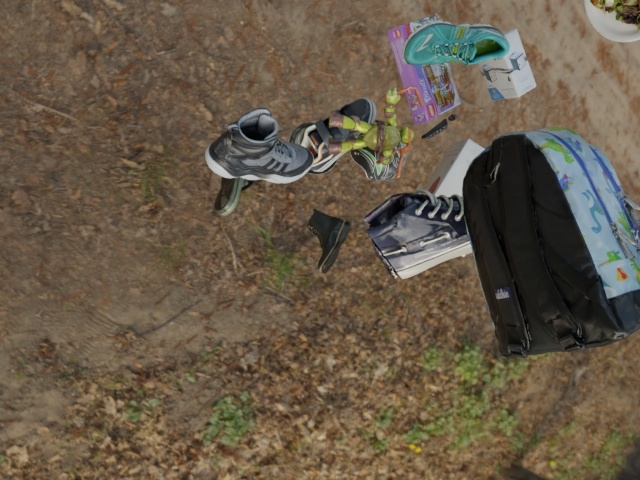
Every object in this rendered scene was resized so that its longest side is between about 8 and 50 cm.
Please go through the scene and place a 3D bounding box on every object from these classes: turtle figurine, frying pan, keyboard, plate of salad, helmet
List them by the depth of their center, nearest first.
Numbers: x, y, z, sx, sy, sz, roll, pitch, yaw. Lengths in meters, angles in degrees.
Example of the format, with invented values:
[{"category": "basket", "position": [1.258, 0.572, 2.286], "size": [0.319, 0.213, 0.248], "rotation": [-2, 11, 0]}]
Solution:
[{"category": "plate of salad", "position": [0.644, -0.522, 1.156], "size": [0.048, 0.199, 0.200], "rotation": [-26, 113, -24]}, {"category": "turtle figurine", "position": [0.127, -0.238, 1.283], "size": [0.270, 0.217, 0.087], "rotation": [92, -2, -52]}, {"category": "keyboard", "position": [0.322, -0.302, 1.459], "size": [0.023, 0.108, 0.180], "rotation": [53, 17, -1]}, {"category": "helmet", "position": [0.190, -0.269, 1.676], "size": [0.169, 0.169, 0.162], "rotation": [-32, 76, -36]}, {"category": "frying pan", "position": [0.027, -0.357, 1.934], "size": [0.197, 0.326, 0.053], "rotation": [56, 31, -16]}]

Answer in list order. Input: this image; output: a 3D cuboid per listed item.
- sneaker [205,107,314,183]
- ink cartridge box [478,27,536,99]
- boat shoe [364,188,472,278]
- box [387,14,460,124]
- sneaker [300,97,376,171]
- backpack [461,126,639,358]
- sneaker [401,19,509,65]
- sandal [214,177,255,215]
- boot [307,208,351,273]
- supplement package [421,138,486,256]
[{"category": "sneaker", "position": [-0.104, -0.203, 1.182], "size": [0.268, 0.153, 0.101], "rotation": [-4, 66, -36]}, {"category": "ink cartridge box", "position": [0.577, -0.550, 1.713], "size": [0.082, 0.139, 0.191], "rotation": [-34, 108, -12]}, {"category": "boat shoe", "position": [0.253, -0.051, 1.128], "size": [0.158, 0.340, 0.127], "rotation": [49, 20, -31]}, {"category": "box", "position": [0.326, -0.533, 1.692], "size": [0.200, 0.057, 0.294], "rotation": [-33, 109, -39]}, {"category": "sneaker", "position": [0.043, -0.349, 1.797], "size": [0.127, 0.321, 0.126], "rotation": [7, 47, -50]}, {"category": "backpack", "position": [0.380, -0.015, 0.919], "size": [0.273, 0.290, 0.356], "rotation": [-24, 81, -25]}, {"category": "sneaker", "position": [0.341, -0.489, 1.364], "size": [0.275, 0.110, 0.107], "rotation": [-10, 130, -7]}, {"category": "sandal", "position": [-0.236, -0.179, 1.616], "size": [0.086, 0.120, 0.303], "rotation": [32, 47, -25]}, {"category": "boot", "position": [0.000, 0.000, 1.740], "size": [0.077, 0.136, 0.198], "rotation": [95, 21, -58]}, {"category": "supplement package", "position": [0.407, -0.126, 1.612], "size": [0.175, 0.177, 0.293], "rotation": [30, 93, -5]}]
